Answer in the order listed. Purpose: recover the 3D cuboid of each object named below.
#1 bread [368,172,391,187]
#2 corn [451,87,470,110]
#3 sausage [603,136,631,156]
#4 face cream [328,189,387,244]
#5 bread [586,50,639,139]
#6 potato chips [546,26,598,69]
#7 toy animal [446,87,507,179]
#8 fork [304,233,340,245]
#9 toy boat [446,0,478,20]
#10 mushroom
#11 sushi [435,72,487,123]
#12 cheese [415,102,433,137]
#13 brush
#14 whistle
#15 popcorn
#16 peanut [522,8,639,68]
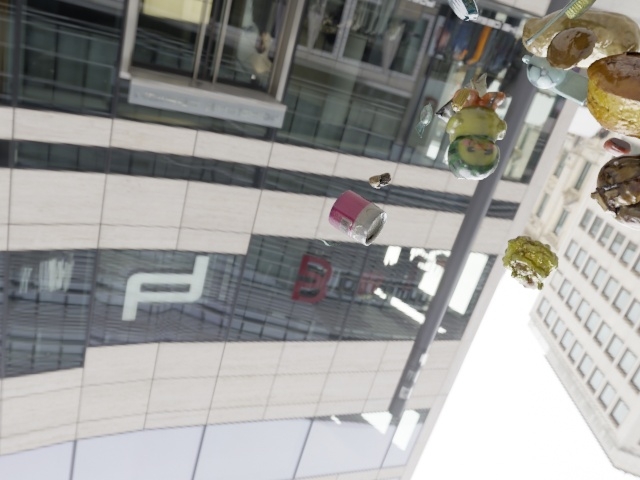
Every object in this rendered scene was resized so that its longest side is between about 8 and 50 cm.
[{"bbox_3d":[0.269,-0.273,2.511,0.113,0.060,0.082,-21,-174,-40],"label":"bread"},{"bbox_3d":[0.444,-0.447,1.723,0.037,0.037,0.092,25,-121,19],"label":"corn"},{"bbox_3d":[1.076,-0.337,1.979,0.094,0.054,0.059,32,-118,16],"label":"sausage"},{"bbox_3d":[0.159,-0.096,2.317,0.195,0.175,0.175,34,-152,21],"label":"face cream"},{"bbox_3d":[0.989,-0.439,1.651,0.336,0.204,0.358,-5,-144,3],"label":"bread"},{"bbox_3d":[0.792,-0.621,1.746,0.049,0.150,0.202,26,-146,-27],"label":"potato chips"},{"bbox_3d":[0.565,-0.376,2.012,0.215,0.338,0.191,8,165,0],"label":"toy animal"},{"bbox_3d":[0.000,0.002,2.250,0.039,0.021,0.235,4,173,43],"label":"fork"},{"bbox_3d":[0.389,-0.734,1.565,0.246,0.103,0.093,46,-179,-29],"label":"toy boat"},{"bbox_3d":[0.984,-0.148,1.693,0.283,0.195,0.264,-3,-110,-10],"label":"mushroom"},{"bbox_3d":[0.632,-0.575,2.317,0.134,0.273,0.109,-5,-118,-42],"label":"sushi"},{"bbox_3d":[0.366,-0.425,1.913,0.026,0.121,0.067,2,-132,-18],"label":"cheese"},{"bbox_3d":[0.774,-0.707,1.712,0.060,0.297,0.068,47,-171,-3],"label":"brush"},{"bbox_3d":[0.890,-0.635,2.062,0.289,0.164,0.163,39,-149,29],"label":"whistle"},{"bbox_3d":[0.733,0.076,1.931,0.197,0.155,0.197,42,169,10],"label":"popcorn"},{"bbox_3d":[0.889,-0.695,1.876,0.387,0.192,0.169,21,-125,28],"label":"peanut"}]
